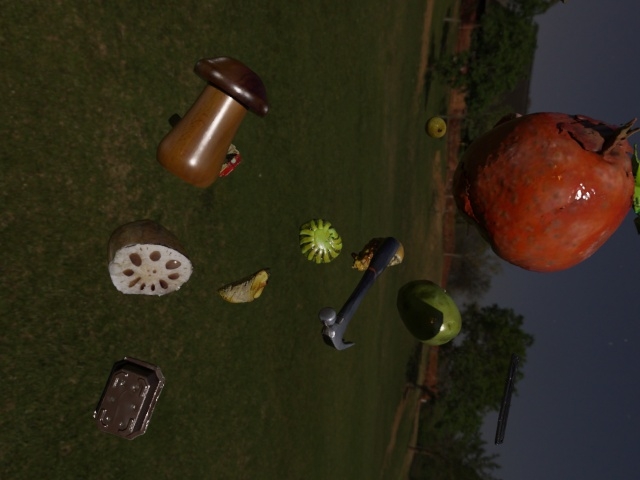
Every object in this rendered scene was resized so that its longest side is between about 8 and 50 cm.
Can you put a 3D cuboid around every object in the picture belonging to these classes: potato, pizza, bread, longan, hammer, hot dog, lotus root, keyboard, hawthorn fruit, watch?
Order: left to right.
[{"bbox_3d":[-0.574,0.048,1.548,0.272,0.272,0.192,77,-15,-49],"label":"lotus root"},{"bbox_3d":[-0.406,-0.354,1.685,0.268,0.102,0.165,51,31,-7],"label":"watch"},{"bbox_3d":[-0.177,0.118,1.143,0.061,0.169,0.078,63,27,-7],"label":"hot dog"},{"bbox_3d":[0.000,0.000,1.403,0.071,0.130,0.139,158,-84,-73],"label":"bread"},{"bbox_3d":[0.088,0.096,0.942,0.290,0.037,0.137,-51,145,-35],"label":"hammer"},{"bbox_3d":[0.228,0.052,1.963,0.081,0.229,0.289,62,-1,-19],"label":"pizza"},{"bbox_3d":[0.404,0.267,1.764,0.304,0.216,0.215,-131,-145,-61],"label":"potato"},{"bbox_3d":[0.384,-0.372,1.546,0.083,0.075,0.075,-120,-161,-52],"label":"longan"},{"bbox_3d":[0.519,0.439,1.296,0.087,0.017,0.250,30,73,-53],"label":"keyboard"},{"bbox_3d":[0.385,-0.095,0.768,0.307,0.276,0.276,-40,-148,54],"label":"hawthorn fruit"}]

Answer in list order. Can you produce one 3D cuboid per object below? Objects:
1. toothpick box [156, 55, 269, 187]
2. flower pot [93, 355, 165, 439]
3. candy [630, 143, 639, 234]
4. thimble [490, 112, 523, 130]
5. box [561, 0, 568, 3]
[{"bbox_3d":[-0.250,-0.280,1.093,0.294,0.192,0.192,-57,168,8],"label":"toothpick box"},{"bbox_3d":[-0.623,0.513,1.495,0.084,0.179,0.250,128,-18,-84],"label":"flower pot"},{"bbox_3d":[0.885,-0.139,1.283,0.149,0.069,0.246,-31,107,-60],"label":"candy"},{"bbox_3d":[0.600,-0.293,1.453,0.163,0.125,0.189,-37,-148,58],"label":"thimble"},{"bbox_3d":[0.435,-0.477,0.788,0.091,0.031,0.126,-49,155,3],"label":"box"}]
